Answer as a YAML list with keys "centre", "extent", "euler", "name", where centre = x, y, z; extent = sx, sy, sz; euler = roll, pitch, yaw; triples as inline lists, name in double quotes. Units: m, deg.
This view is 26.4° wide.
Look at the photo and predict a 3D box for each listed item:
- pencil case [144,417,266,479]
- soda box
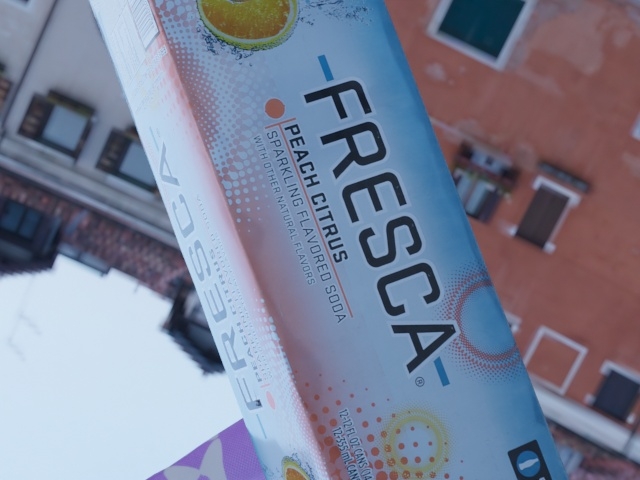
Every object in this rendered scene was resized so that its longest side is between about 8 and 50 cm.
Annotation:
- centre: [-0.029, 0.108, 0.476]
  extent: [0.086, 0.206, 0.088]
  euler: [62, 176, -11]
  name: "pencil case"
- centre: [0.000, 0.000, 0.359]
  extent: [0.063, 0.183, 0.058]
  euler: [-19, 176, -20]
  name: "soda box"
